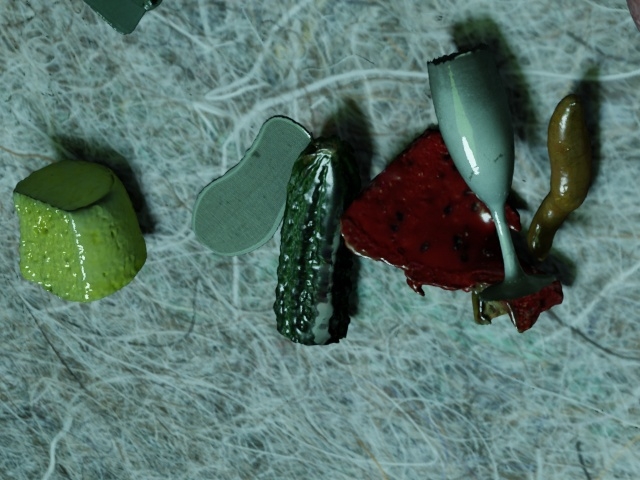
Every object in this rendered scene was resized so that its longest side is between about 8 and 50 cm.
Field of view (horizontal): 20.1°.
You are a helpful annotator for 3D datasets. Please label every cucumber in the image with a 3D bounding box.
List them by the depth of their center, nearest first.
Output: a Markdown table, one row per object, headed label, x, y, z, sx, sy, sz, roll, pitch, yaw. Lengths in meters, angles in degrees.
| label | x | y | z | sx | sy | sz | roll | pitch | yaw |
| --- | --- | --- | --- | --- | --- | --- | --- | --- | --- |
| cucumber | -0.001 | -0.001 | 1.601 | 0.077 | 0.077 | 0.265 | 26 | 137 | 20 |

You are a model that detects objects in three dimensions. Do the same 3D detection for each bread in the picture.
| label | x | y | z | sx | sy | sz | roll | pitch | yaw |
| --- | --- | --- | --- | --- | --- | --- | --- | --- | --- |
| bread | -0.233 | -0.010 | 1.759 | 0.129 | 0.111 | 0.114 | 16 | 131 | 32 |

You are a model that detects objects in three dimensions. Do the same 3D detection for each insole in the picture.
| label | x | y | z | sx | sy | sz | roll | pitch | yaw |
| --- | --- | --- | --- | --- | --- | --- | --- | --- | --- |
| insole | -0.061 | -0.044 | 1.663 | 0.080 | 0.003 | 0.232 | 43 | 142 | -1 |

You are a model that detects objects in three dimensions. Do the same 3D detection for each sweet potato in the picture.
| label | x | y | z | sx | sy | sz | roll | pitch | yaw |
| --- | --- | --- | --- | --- | --- | --- | --- | --- | --- |
| sweet potato | 0.191 | -0.051 | 1.408 | 0.044 | 0.044 | 0.179 | 26 | 143 | 20 |

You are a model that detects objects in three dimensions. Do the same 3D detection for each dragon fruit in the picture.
| label | x | y | z | sx | sy | sz | roll | pitch | yaw |
| --- | --- | --- | --- | --- | --- | --- | --- | --- | --- |
| dragon fruit | 0.123 | -0.002 | 1.513 | 0.192 | 0.122 | 0.092 | 32 | -179 | 7 |

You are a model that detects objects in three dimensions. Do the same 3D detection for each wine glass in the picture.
| label | x | y | z | sx | sy | sz | roll | pitch | yaw |
| --- | --- | --- | --- | --- | --- | --- | --- | --- | --- |
| wine glass | 0.129 | -0.053 | 1.411 | 0.066 | 0.066 | 0.198 | -4 | 108 | 43 |

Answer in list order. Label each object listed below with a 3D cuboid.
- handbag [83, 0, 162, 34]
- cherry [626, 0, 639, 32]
| label | x | y | z | sx | sy | sz | roll | pitch | yaw |
| --- | --- | --- | --- | --- | --- | --- | --- | --- | --- |
| handbag | -0.189 | -0.312 | 1.458 | 0.260 | 0.079 | 0.247 | 44 | 142 | -4 |
| cherry | 0.303 | -0.142 | 1.192 | 0.225 | 0.090 | 0.107 | 24 | 125 | 10 |
